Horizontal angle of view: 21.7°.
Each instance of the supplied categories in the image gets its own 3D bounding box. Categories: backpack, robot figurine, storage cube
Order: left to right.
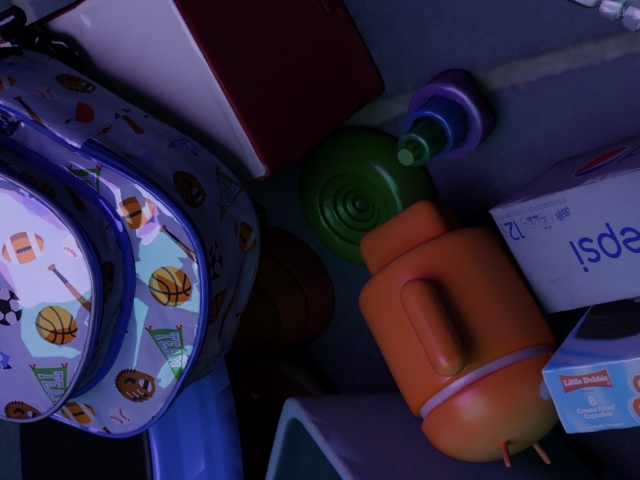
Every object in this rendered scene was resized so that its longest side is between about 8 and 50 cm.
[{"bbox_3d":[-0.185,0.012,1.218,0.263,0.213,0.276,21,122,8],"label":"backpack"},{"bbox_3d":[-0.098,-0.136,1.331,0.184,0.193,0.215,-21,102,37],"label":"storage cube"},{"bbox_3d":[0.113,0.077,1.296,0.219,0.128,0.158,64,158,19],"label":"robot figurine"}]

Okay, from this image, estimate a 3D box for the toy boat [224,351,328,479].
[{"bbox_3d":[-0.052,0.217,1.510,0.151,0.151,0.231,-27,103,39],"label":"toy boat"}]

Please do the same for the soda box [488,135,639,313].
[{"bbox_3d":[0.256,-0.025,1.189,0.286,0.091,0.098,-18,104,56],"label":"soda box"}]

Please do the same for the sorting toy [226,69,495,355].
[{"bbox_3d":[0.000,0.000,1.388,0.127,0.126,0.365,47,130,1],"label":"sorting toy"}]

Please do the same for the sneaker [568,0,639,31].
[{"bbox_3d":[0.264,-0.199,1.151,0.229,0.086,0.132,26,118,13],"label":"sneaker"}]

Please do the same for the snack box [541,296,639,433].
[{"bbox_3d":[0.337,0.051,1.171,0.322,0.187,0.060,-12,108,35],"label":"snack box"}]

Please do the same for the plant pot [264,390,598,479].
[{"bbox_3d":[0.112,0.270,1.365,0.247,0.252,0.247,49,137,41],"label":"plant pot"}]

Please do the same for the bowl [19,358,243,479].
[{"bbox_3d":[-0.183,0.202,1.496,0.391,0.077,0.391,10,102,62],"label":"bowl"}]
